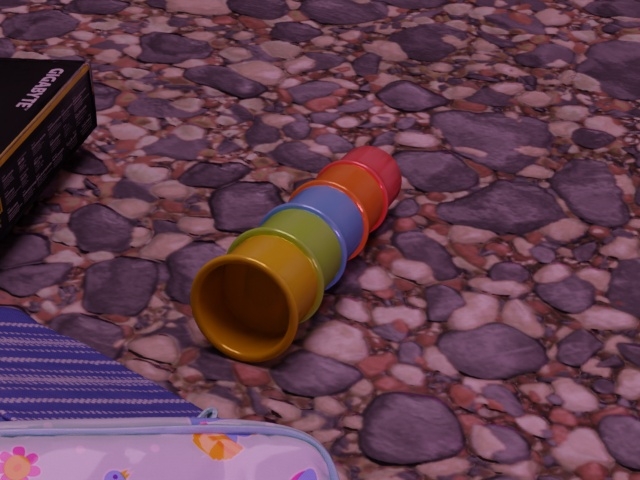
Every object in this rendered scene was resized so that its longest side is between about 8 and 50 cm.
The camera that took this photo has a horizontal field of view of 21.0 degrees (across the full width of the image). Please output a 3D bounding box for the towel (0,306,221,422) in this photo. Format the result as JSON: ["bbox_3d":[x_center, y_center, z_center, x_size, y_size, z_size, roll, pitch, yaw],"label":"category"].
[{"bbox_3d":[-0.184,0.119,1.220,0.336,0.040,0.243,25,9,31],"label":"towel"}]

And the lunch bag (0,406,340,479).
[{"bbox_3d":[-0.115,0.204,0.958,0.279,0.108,0.224,2,61,-17],"label":"lunch bag"}]

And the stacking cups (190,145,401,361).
[{"bbox_3d":[0.000,0.000,1.504,0.096,0.096,0.316,15,26,19],"label":"stacking cups"}]

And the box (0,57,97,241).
[{"bbox_3d":[-0.379,-0.082,1.586,0.257,0.079,0.322,2,27,13],"label":"box"}]
